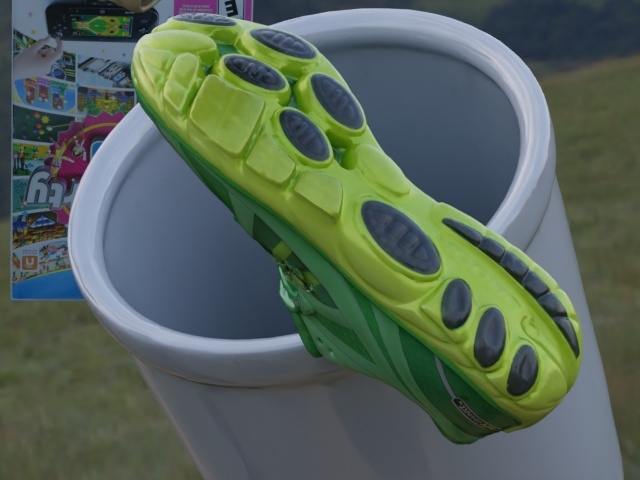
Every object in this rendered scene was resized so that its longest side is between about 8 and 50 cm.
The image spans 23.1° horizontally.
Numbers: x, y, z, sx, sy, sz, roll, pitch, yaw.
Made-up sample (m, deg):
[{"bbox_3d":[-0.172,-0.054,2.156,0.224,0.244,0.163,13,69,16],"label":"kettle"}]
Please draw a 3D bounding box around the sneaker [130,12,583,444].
[{"bbox_3d":[0.000,0.000,0.828,0.109,0.295,0.123,-36,-12,-43],"label":"sneaker"}]

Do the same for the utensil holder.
[{"bbox_3d":[0.043,0.079,1.142,0.328,0.385,0.327,-13,43,12],"label":"utensil holder"}]

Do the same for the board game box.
[{"bbox_3d":[-0.179,-0.098,1.482,0.224,0.303,0.097,0,11,-10],"label":"board game box"}]

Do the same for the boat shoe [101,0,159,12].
[{"bbox_3d":[-0.042,-0.180,0.775,0.190,0.072,0.068,-47,-25,-12],"label":"boat shoe"}]
